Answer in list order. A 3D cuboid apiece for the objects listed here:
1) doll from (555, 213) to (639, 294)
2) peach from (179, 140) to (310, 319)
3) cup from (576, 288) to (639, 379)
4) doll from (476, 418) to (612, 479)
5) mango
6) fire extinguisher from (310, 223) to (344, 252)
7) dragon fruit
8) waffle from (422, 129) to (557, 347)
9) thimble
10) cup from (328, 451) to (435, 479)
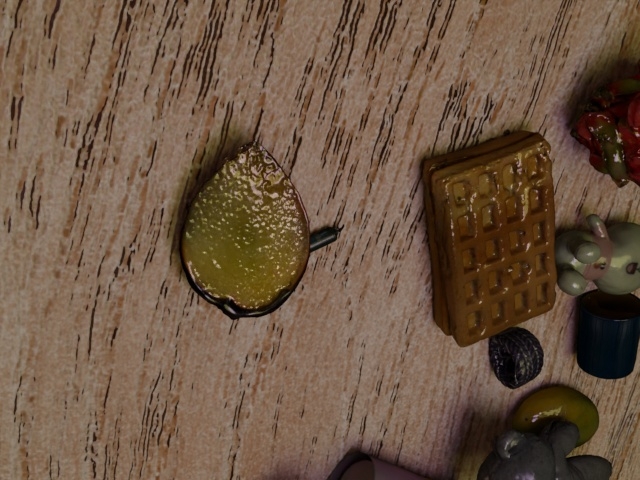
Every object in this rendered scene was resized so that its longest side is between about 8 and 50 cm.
[{"bbox_3d":[0.518,0.028,1.525,0.275,0.113,0.154,-3,110,-32],"label":"doll"},{"bbox_3d":[-0.111,-0.018,1.225,0.189,0.068,0.279,1,114,-17],"label":"peach"},{"bbox_3d":[0.561,0.175,1.601,0.150,0.113,0.138,-13,119,-18],"label":"cup"},{"bbox_3d":[0.401,0.449,1.555,0.340,0.158,0.245,14,89,-44],"label":"doll"},{"bbox_3d":[0.466,0.346,1.648,0.191,0.085,0.122,18,107,-31],"label":"mango"},{"bbox_3d":[0.000,0.000,1.311,0.083,0.025,0.038,-26,158,-13],"label":"fire extinguisher"},{"bbox_3d":[0.569,-0.177,1.372,0.303,0.237,0.231,19,115,-2],"label":"dragon fruit"},{"bbox_3d":[0.284,-0.003,1.402,0.224,0.098,0.327,-19,120,-19],"label":"waffle"},{"bbox_3d":[0.358,0.215,1.532,0.066,0.095,0.104,-17,104,-20],"label":"thimble"},{"bbox_3d":[0.157,0.498,1.520,0.288,0.203,0.203,33,96,-26],"label":"cup"}]
